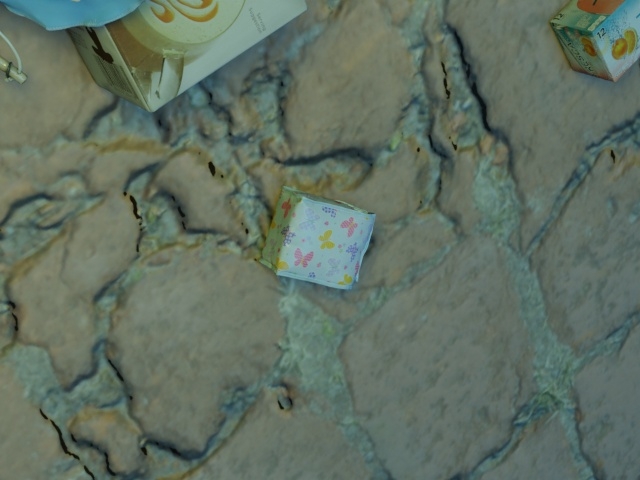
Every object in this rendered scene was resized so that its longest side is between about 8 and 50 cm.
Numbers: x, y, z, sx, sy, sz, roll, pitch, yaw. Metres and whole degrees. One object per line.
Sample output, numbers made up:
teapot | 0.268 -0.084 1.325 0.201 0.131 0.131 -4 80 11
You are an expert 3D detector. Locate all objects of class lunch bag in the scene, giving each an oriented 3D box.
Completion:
lunch bag | 0.000 0.000 1.003 0.083 0.053 0.071 13 99 -27

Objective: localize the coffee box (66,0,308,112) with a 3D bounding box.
coffee box | -0.128 -0.229 0.793 0.141 0.098 0.246 -36 125 -18

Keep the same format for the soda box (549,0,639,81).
soda box | 0.297 -0.230 1.106 0.183 0.058 0.063 -44 127 -12

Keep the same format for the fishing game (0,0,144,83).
fishing game | -0.176 -0.192 0.693 0.189 0.264 0.041 41 44 -27
